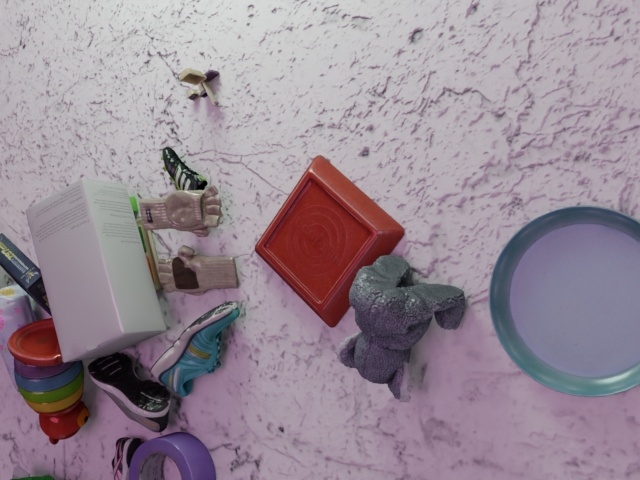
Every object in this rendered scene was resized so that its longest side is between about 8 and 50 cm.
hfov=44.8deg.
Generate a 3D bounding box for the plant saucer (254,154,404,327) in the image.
[{"bbox_3d":[0.000,0.000,1.562,0.258,0.048,0.259,44,109,24],"label":"plant saucer"}]

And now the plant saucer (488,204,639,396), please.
[{"bbox_3d":[0.442,0.100,1.300,0.317,0.044,0.317,0,89,31],"label":"plant saucer"}]

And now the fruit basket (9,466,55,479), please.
[{"bbox_3d":[-0.680,0.763,1.871,0.327,0.165,0.353,8,95,44],"label":"fruit basket"}]

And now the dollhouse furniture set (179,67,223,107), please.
[{"bbox_3d":[-0.268,-0.318,1.689,0.091,0.114,0.081,-31,78,24],"label":"dollhouse furniture set"}]

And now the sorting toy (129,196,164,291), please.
[{"bbox_3d":[-0.464,0.056,1.835,0.196,0.047,0.347,-22,78,28],"label":"sorting toy"}]

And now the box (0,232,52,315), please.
[{"bbox_3d":[-0.687,0.105,1.869,0.183,0.232,0.059,35,70,25],"label":"box"}]

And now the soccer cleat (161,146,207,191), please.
[{"bbox_3d":[-0.297,-0.138,1.738,0.072,0.060,0.179,-29,81,17],"label":"soccer cleat"}]

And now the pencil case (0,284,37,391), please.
[{"bbox_3d":[-0.758,0.248,1.968,0.124,0.113,0.273,-38,71,15],"label":"pencil case"}]

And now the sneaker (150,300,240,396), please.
[{"bbox_3d":[-0.255,0.235,1.695,0.110,0.107,0.275,44,116,3],"label":"sneaker"}]

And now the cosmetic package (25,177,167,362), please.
[{"bbox_3d":[-0.508,0.068,1.745,0.197,0.155,0.365,-22,79,24],"label":"cosmetic package"}]

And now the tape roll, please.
[{"bbox_3d":[-0.330,0.528,1.728,0.189,0.080,0.189,0,90,31],"label":"tape roll"}]

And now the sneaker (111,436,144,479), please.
[{"bbox_3d":[-0.456,0.545,1.819,0.077,0.072,0.178,5,84,42],"label":"sneaker"}]

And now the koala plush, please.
[{"bbox_3d":[0.121,0.170,1.418,0.196,0.203,0.221,29,115,28],"label":"koala plush"}]

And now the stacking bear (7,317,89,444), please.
[{"bbox_3d":[-0.627,0.345,1.835,0.164,0.175,0.289,2,117,9],"label":"stacking bear"}]

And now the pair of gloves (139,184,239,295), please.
[{"bbox_3d":[-0.286,0.005,1.712,0.204,0.042,0.240,-10,100,25],"label":"pair of gloves"}]

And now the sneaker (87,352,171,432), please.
[{"bbox_3d":[-0.446,0.352,1.793,0.271,0.100,0.108,30,133,35],"label":"sneaker"}]
